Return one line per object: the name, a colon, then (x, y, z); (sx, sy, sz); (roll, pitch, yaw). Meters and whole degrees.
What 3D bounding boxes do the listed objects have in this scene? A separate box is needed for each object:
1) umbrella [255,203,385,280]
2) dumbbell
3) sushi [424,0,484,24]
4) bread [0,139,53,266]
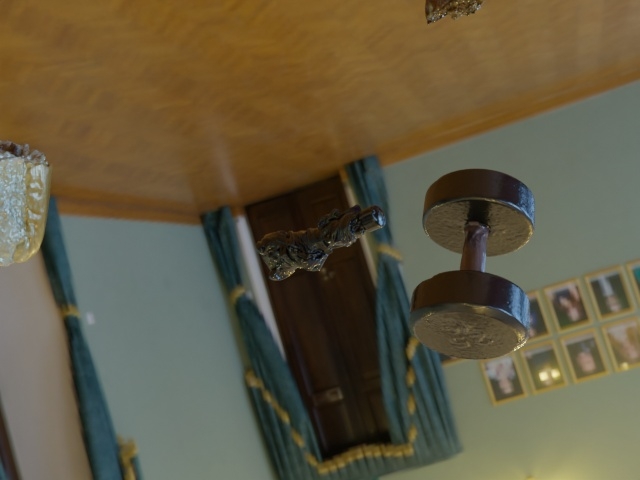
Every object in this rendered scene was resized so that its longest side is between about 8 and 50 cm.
umbrella: (0.000, 0.002, 1.436); (0.224, 0.080, 0.071); (-22, -167, 30)
dumbbell: (0.203, 0.031, 1.225); (0.153, 0.218, 0.152); (8, 149, 5)
sushi: (0.160, -0.277, 1.029); (0.062, 0.060, 0.118); (-24, 179, -29)
bread: (-0.286, -0.038, 0.844); (0.082, 0.106, 0.125); (-7, -166, -29)
